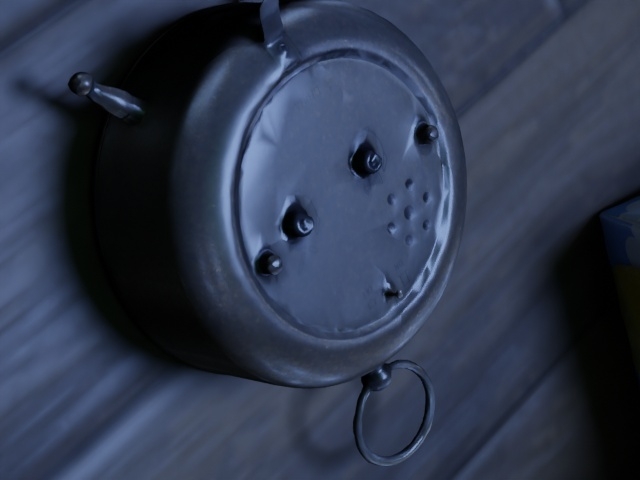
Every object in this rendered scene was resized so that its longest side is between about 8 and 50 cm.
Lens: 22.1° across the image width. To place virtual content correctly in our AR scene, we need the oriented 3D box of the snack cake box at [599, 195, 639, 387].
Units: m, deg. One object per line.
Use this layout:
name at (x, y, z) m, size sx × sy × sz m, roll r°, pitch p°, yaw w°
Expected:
snack cake box at (0.235, 0.088, 0.719) m, size 0.152 × 0.089 × 0.264 m, roll -22°, pitch 109°, yaw -16°

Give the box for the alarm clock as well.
alarm clock at (0.000, 0.000, 0.560) m, size 0.129 × 0.064 × 0.192 m, roll -42°, pitch 122°, yaw -31°
